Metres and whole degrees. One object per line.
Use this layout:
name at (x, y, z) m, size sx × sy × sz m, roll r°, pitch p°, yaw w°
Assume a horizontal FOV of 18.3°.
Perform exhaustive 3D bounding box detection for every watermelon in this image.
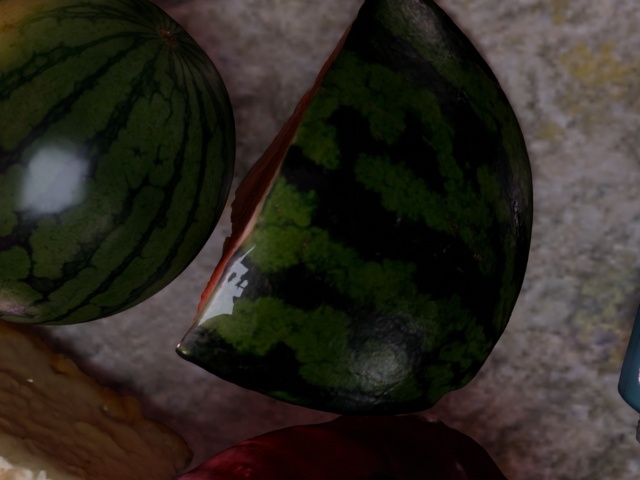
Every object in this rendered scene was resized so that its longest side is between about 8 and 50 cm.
watermelon at (-0.123, -0.026, 0.844) m, size 0.140 × 0.141 × 0.187 m, roll 44°, pitch 118°, yaw -15°
watermelon at (0.017, 0.000, 0.841) m, size 0.137 × 0.145 × 0.193 m, roll -12°, pitch 114°, yaw 15°

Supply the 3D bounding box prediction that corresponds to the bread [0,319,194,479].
bread at (-0.212, 0.160, 0.951) m, size 0.184 × 0.114 × 0.275 m, roll 32°, pitch 114°, yaw -15°

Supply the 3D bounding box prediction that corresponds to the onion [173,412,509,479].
onion at (-0.007, 0.191, 0.867) m, size 0.252 × 0.219 × 0.252 m, roll -8°, pitch 103°, yaw -35°

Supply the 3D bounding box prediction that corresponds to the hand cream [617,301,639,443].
hand cream at (0.186, -0.006, 0.886) m, size 0.083 × 0.048 × 0.224 m, roll 18°, pitch 109°, yaw -5°
